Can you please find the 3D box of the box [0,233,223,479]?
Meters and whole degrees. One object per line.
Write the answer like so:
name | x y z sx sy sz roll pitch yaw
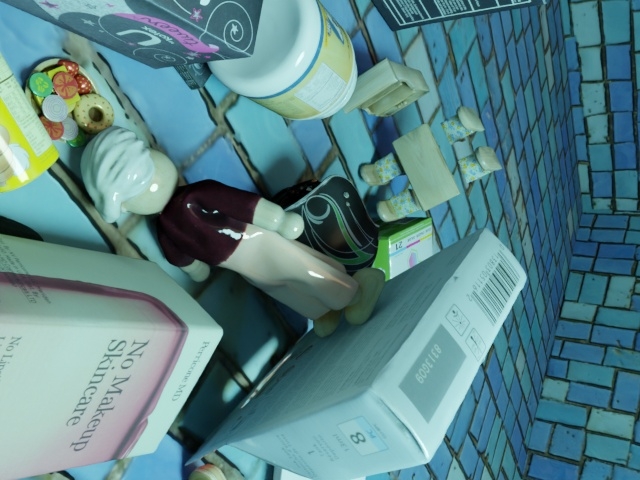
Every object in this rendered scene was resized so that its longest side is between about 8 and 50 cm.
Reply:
box | -0.223 0.094 0.457 0.232 0.127 0.148 18 105 -57

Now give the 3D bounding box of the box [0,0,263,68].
box | -0.183 -0.256 0.466 0.247 0.163 0.142 11 89 -50

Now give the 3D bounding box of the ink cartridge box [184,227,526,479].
ink cartridge box | 0.035 0.162 0.682 0.091 0.385 0.308 50 44 -1

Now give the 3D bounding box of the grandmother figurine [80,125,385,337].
grandmother figurine | -0.102 -0.004 0.617 0.342 0.208 0.104 34 41 -26

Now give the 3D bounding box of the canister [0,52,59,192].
canister | -0.281 -0.115 0.393 0.073 0.126 0.170 -74 152 -51

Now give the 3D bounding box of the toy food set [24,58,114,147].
toy food set | -0.245 -0.133 0.539 0.082 0.020 0.083 -48 132 -42

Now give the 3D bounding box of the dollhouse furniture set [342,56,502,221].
dollhouse furniture set | 0.153 -0.173 0.969 0.161 0.212 0.242 -13 78 -57

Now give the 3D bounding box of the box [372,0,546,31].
box | 0.208 -0.529 0.927 0.296 0.294 0.182 31 68 -54

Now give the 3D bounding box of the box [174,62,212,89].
box | -0.156 -0.233 0.662 0.083 0.018 0.067 55 50 -44

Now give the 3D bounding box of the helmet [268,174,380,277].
helmet | 0.000 0.000 0.793 0.169 0.169 0.161 -48 114 -43

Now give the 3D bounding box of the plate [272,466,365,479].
plate | 0.003 0.336 0.939 0.278 0.045 0.277 9 85 -56

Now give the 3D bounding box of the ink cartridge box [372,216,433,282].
ink cartridge box | 0.140 0.094 1.070 0.189 0.097 0.255 -22 111 -53

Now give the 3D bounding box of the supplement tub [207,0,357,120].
supplement tub | -0.040 -0.234 0.705 0.200 0.144 0.144 0 94 -70

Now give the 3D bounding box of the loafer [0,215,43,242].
loafer | -0.309 0.009 0.438 0.170 0.062 0.061 3 113 -53

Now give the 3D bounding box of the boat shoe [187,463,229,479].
boat shoe | -0.129 0.347 0.735 0.059 0.063 0.170 -46 139 -47
